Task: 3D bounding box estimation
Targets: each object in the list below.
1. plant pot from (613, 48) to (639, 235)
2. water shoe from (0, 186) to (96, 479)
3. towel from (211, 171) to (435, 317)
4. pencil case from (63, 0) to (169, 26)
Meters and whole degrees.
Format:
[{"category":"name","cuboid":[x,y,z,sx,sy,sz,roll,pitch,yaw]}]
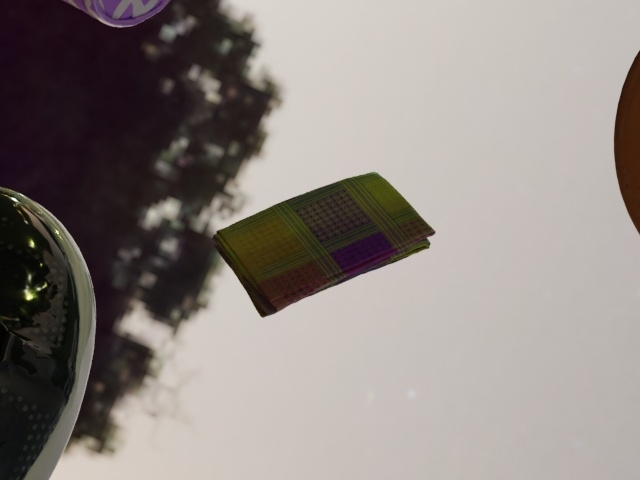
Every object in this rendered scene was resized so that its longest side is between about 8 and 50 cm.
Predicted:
[{"category":"plant pot","cuboid":[0.313,-0.061,1.209,0.203,0.291,0.291,-9,134,-55]},{"category":"water shoe","cuboid":[-0.110,0.046,0.410,0.080,0.073,0.203,90,24,-47]},{"category":"towel","cuboid":[0.000,0.000,0.838,0.060,0.083,0.009,49,-23,45]},{"category":"pencil case","cuboid":[-0.174,-0.206,1.224,0.086,0.206,0.088,-16,128,-49]}]
